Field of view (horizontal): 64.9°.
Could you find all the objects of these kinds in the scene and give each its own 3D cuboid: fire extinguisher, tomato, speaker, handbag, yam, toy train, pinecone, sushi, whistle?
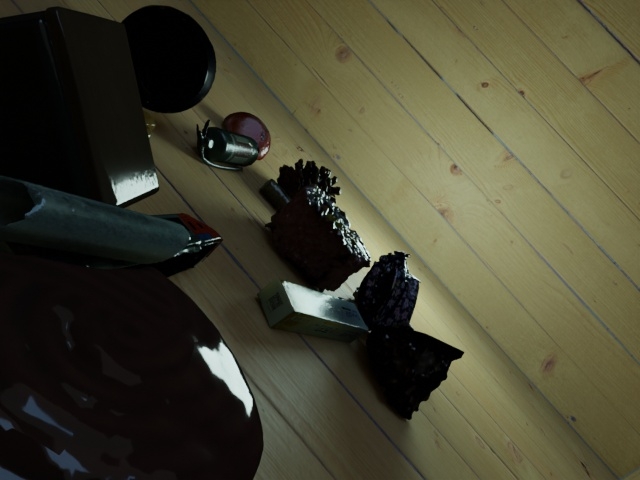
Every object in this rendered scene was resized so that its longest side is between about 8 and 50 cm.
[{"bbox_3d":[-0.262,-0.253,1.362,0.093,0.118,0.294,14,8,15],"label":"fire extinguisher"},{"bbox_3d":[-0.237,-0.370,1.703,0.173,0.099,0.189,39,19,-36],"label":"tomato"},{"bbox_3d":[-0.324,-0.149,0.633,0.192,0.153,0.231,-74,157,-73],"label":"speaker"},{"bbox_3d":[0.173,0.149,1.315,0.126,0.229,0.208,10,-25,32],"label":"handbag"},{"bbox_3d":[-0.077,-0.080,1.494,0.253,0.061,0.061,45,15,-5],"label":"yam"},{"bbox_3d":[-0.268,0.014,0.687,0.089,0.086,0.409,48,15,6],"label":"toy train"},{"bbox_3d":[-0.031,-0.167,1.633,0.212,0.168,0.186,9,54,-47],"label":"pinecone"},{"bbox_3d":[0.000,0.000,1.302,0.270,0.170,0.236,50,15,0],"label":"sushi"},{"bbox_3d":[-0.260,-0.019,0.509,0.062,0.062,0.312,55,17,26],"label":"whistle"}]

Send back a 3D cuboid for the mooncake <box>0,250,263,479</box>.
[{"bbox_3d":[-0.199,0.133,0.426,0.325,0.174,0.334,36,20,-28],"label":"mooncake"}]

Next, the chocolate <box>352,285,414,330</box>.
[{"bbox_3d":[0.211,0.257,1.444,0.329,0.065,0.102,49,34,11],"label":"chocolate"}]

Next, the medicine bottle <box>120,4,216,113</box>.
[{"bbox_3d":[-0.394,-0.465,1.283,0.242,0.242,0.395,40,7,-24],"label":"medicine bottle"}]

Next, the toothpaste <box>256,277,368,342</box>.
[{"bbox_3d":[-0.007,0.159,1.082,0.312,0.071,0.089,26,30,-54],"label":"toothpaste"}]

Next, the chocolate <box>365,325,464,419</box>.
[{"bbox_3d":[0.192,0.316,1.165,0.224,0.206,0.177,29,66,-25],"label":"chocolate"}]

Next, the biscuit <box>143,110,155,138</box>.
[{"bbox_3d":[-0.426,-0.255,1.027,0.166,0.036,0.225,43,18,-13],"label":"biscuit"}]
